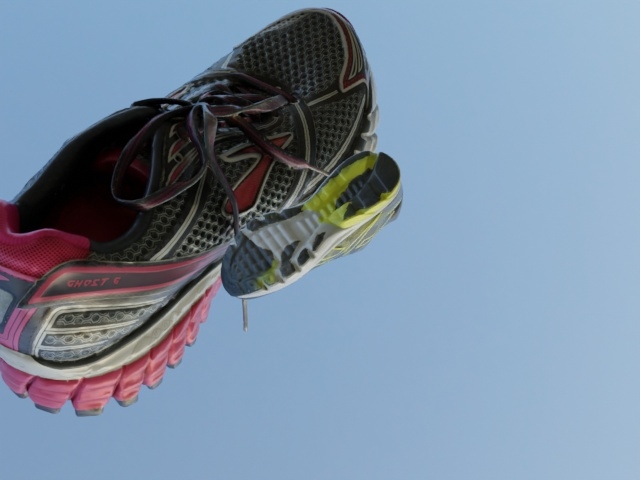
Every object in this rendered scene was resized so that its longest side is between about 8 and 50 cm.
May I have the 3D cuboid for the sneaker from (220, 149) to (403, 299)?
[{"bbox_3d":[0.000,0.000,0.422,0.031,0.083,0.035,60,-174,29],"label":"sneaker"}]

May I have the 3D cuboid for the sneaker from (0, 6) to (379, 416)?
[{"bbox_3d":[-0.060,-0.041,0.578,0.120,0.112,0.299,21,-130,21],"label":"sneaker"}]
